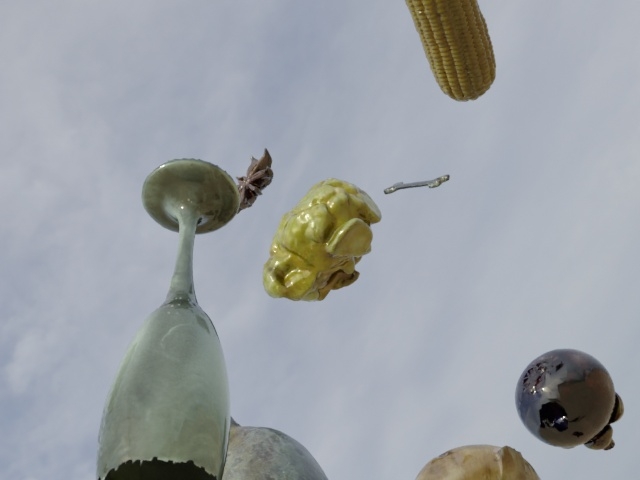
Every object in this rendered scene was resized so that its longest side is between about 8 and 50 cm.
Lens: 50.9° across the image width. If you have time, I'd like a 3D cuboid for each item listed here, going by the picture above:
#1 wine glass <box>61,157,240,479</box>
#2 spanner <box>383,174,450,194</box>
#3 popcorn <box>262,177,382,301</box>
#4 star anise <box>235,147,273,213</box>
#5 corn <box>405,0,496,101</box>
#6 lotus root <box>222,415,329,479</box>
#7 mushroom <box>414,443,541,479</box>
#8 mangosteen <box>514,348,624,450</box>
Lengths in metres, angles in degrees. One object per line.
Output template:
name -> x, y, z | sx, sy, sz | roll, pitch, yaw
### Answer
wine glass -> -0.169, 0.114, 0.602 | 0.096, 0.309, 0.264 | 27, -54, -28
spanner -> 0.210, -0.123, 1.492 | 0.054, 0.254, 0.015 | -26, -81, -18
popcorn -> -0.008, -0.007, 1.752 | 0.292, 0.293, 0.334 | 1, -61, -46
star anise -> -0.126, -0.100, 1.208 | 0.042, 0.141, 0.141 | 37, -85, -27
corn -> 0.234, -0.411, 1.243 | 0.131, 0.131, 0.344 | -42, -45, -7
lotus root -> -0.036, 0.307, 0.660 | 0.175, 0.349, 0.175 | -17, -42, -16
mushroom -> 0.259, 0.441, 1.127 | 0.255, 0.184, 0.255 | -1, -70, -2
mangosteen -> 0.494, 0.321, 1.312 | 0.230, 0.194, 0.194 | 38, -85, -14
